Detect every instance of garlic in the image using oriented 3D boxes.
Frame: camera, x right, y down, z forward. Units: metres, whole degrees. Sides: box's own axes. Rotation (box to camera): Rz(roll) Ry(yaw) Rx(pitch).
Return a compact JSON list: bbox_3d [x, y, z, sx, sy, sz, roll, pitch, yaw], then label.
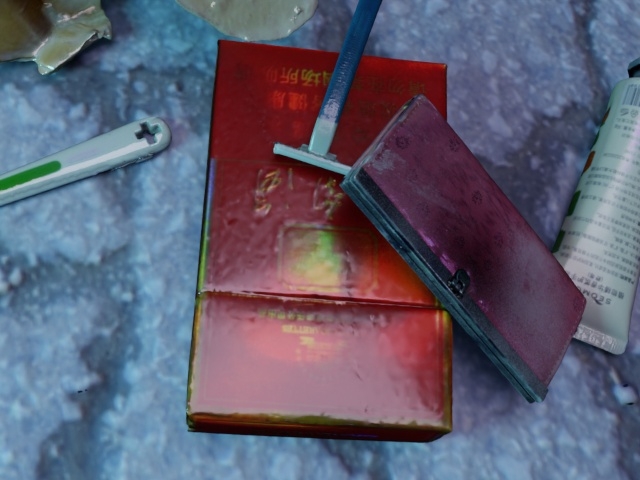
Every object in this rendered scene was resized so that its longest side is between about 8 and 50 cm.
[{"bbox_3d":[-0.252,-0.218,0.773,0.174,0.099,0.124,-37,64,-18],"label":"garlic"}]

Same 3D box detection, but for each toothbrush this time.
[{"bbox_3d":[-0.314,-0.023,0.717,0.417,0.040,0.042,-23,73,-16],"label":"toothbrush"}]

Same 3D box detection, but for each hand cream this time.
[{"bbox_3d":[0.264,-0.039,0.809,0.095,0.059,0.276,22,73,1],"label":"hand cream"}]

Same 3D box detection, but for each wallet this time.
[{"bbox_3d":[0.120,0.004,0.702,0.232,0.025,0.119,48,51,-14],"label":"wallet"}]

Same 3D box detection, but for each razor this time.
[{"bbox_3d":[0.023,-0.142,0.723,0.068,0.037,0.191,19,66,0],"label":"razor"}]

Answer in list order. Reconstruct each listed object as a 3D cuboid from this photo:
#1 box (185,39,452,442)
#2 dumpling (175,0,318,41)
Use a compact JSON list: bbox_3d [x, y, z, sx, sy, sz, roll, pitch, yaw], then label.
[{"bbox_3d":[0.001,-0.001,0.734,0.197,0.089,0.313,5,70,-8],"label":"box"},{"bbox_3d":[-0.115,-0.300,0.762,0.226,0.175,0.243,-17,47,-35],"label":"dumpling"}]
